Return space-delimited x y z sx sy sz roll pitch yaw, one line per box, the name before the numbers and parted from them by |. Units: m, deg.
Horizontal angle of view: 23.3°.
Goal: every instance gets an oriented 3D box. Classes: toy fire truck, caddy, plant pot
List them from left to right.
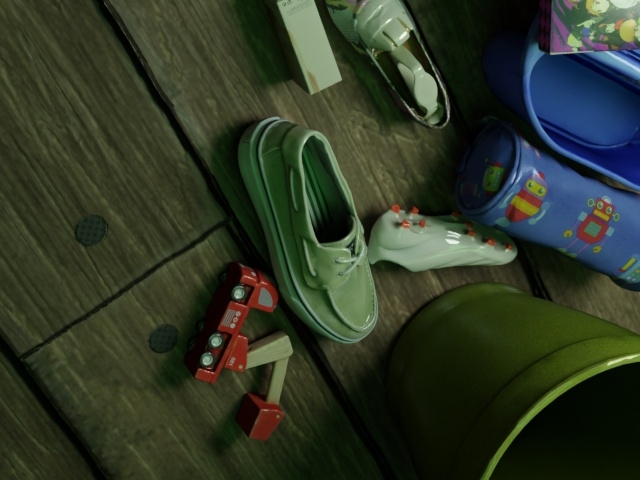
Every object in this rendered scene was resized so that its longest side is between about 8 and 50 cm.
toy fire truck | -0.082 0.128 1.797 0.135 0.047 0.192 19 102 -30
plant pot | 0.253 0.221 1.808 0.367 0.353 0.366 -9 115 -20
caddy | 0.356 -0.196 1.773 0.341 0.179 0.241 21 103 -30

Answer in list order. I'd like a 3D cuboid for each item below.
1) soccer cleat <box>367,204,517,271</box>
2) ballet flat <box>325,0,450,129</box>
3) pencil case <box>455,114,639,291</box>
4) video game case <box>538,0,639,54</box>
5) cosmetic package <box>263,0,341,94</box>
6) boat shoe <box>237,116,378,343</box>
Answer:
soccer cleat | 0.142 0.005 1.839 0.196 0.068 0.076 9 128 -29
ballet flat | 0.085 -0.208 1.704 0.077 0.079 0.221 -39 122 -3
pencil case | 0.291 -0.039 1.842 0.306 0.133 0.119 23 97 -31
video game case | 0.334 -0.315 1.618 0.210 0.042 0.232 -4 108 -13
cosmetic package | -0.021 -0.220 1.663 0.041 0.060 0.115 -27 119 -10
boat shoe | 0.000 0.000 1.734 0.109 0.094 0.302 -43 124 -26
